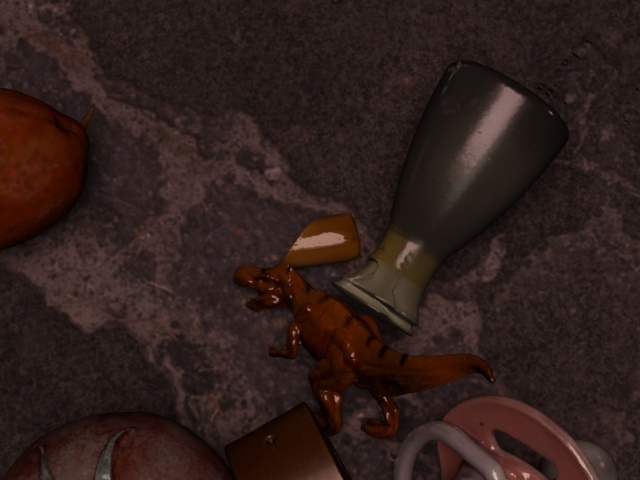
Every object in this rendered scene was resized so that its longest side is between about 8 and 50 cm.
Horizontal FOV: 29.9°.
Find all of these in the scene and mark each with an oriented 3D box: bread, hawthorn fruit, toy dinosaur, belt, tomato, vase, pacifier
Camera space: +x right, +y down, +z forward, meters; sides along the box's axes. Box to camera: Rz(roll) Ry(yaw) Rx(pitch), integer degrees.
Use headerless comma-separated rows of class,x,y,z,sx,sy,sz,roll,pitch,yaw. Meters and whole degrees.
bread,-0.002,0.000,1.513,0.103,0.049,0.062,-7,79,-1
hawthorn fruit,-0.389,-0.100,1.480,0.262,0.210,0.210,-25,79,-14
toy dinosaur,0.051,0.155,1.411,0.097,0.208,0.432,-24,34,-38
belt,0.021,0.353,1.356,0.122,0.217,0.338,-29,95,-3
tomato,-0.225,0.350,1.338,0.317,0.282,0.316,-1,76,2
vase,0.149,-0.046,1.468,0.173,0.173,0.321,33,89,8
pacifier,0.227,0.317,1.354,0.273,0.220,0.332,-1,119,-9
